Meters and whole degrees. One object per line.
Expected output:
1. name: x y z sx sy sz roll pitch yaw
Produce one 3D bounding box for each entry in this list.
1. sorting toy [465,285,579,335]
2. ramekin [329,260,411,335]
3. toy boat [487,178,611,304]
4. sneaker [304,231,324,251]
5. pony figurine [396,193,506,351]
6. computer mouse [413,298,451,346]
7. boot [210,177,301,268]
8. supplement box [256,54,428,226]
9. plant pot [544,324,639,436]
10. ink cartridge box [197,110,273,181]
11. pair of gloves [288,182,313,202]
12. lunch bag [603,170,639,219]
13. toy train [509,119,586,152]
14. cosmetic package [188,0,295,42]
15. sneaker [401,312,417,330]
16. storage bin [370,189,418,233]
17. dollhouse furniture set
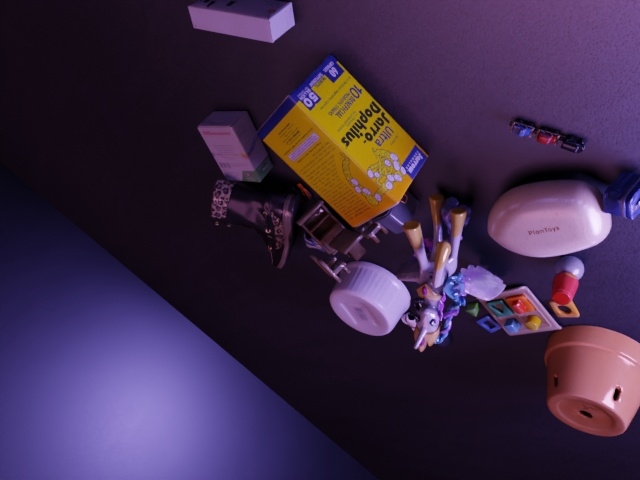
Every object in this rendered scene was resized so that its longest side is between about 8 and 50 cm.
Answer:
1. sorting toy: 0.585 0.223 1.529 0.196 0.047 0.348 44 147 -13
2. ramekin: 0.167 0.215 1.825 0.277 0.135 0.277 25 146 18
3. toy boat: 0.546 -0.007 1.207 0.268 0.148 0.318 -6 122 40
4. sneaker: 0.000 0.000 1.781 0.144 0.053 0.059 9 137 34
5. pony figurine: 0.319 0.073 1.366 0.303 0.351 0.363 11 121 28
6. computer mouse: 0.392 0.299 1.813 0.071 0.041 0.242 -8 127 49
7. boot: -0.223 -0.057 1.765 0.284 0.138 0.377 16 148 2
8. supplement box: 0.056 -0.240 1.287 0.356 0.194 0.195 43 147 -12
9. plant pot: 0.771 0.411 1.455 0.291 0.203 0.290 25 147 17
10. ink cartridge box: -0.265 -0.295 1.610 0.154 0.093 0.212 8 141 35
11. pair of gloves: -0.064 -0.157 1.678 0.083 0.010 0.074 -8 129 51
12. lunch bag: 0.631 -0.092 1.040 0.065 0.098 0.067 28 154 47
13. toy train: 0.473 -0.218 1.076 0.158 0.036 0.027 24 146 19
14. cosmetic package: -0.190 -0.538 1.223 0.239 0.099 0.060 19 145 23
15. sneaker: 0.345 0.303 1.862 0.109 0.040 0.043 35 146 1
16. storage bin: 0.213 -0.090 1.407 0.091 0.135 0.098 36 149 -21
17. dollhouse furniture set: 0.044 -0.023 1.572 0.161 0.212 0.242 47 173 -19
